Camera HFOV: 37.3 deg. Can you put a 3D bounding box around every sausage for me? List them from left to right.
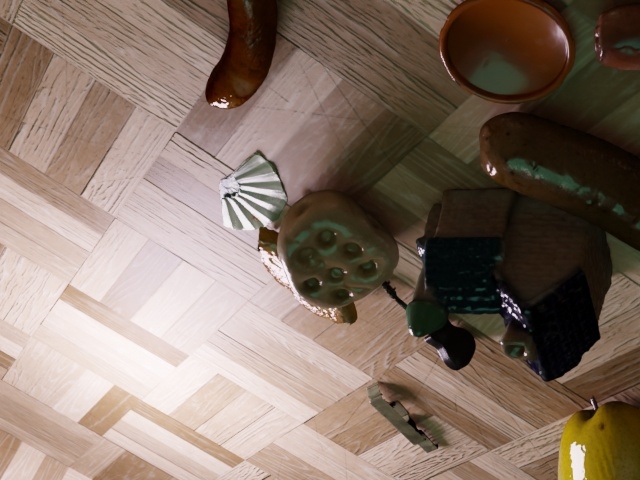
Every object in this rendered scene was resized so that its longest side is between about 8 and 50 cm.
[{"bbox_3d":[-0.118,-0.312,1.455,0.103,0.076,0.302,25,141,9],"label":"sausage"},{"bbox_3d":[0.465,-0.056,1.430,0.500,0.123,0.136,26,137,-6],"label":"sausage"},{"bbox_3d":[0.552,-0.270,1.167,0.419,0.094,0.094,-2,96,27],"label":"sausage"}]

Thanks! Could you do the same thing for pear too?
[{"bbox_3d":[0.581,0.402,1.871,0.267,0.267,0.178,-6,109,31],"label":"pear"}]

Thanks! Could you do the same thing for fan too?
[{"bbox_3d":[-0.130,-0.082,1.780,0.131,0.009,0.240,24,141,-5],"label":"fan"}]

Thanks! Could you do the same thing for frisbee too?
[{"bbox_3d":[0.264,-0.275,1.344,0.192,0.035,0.192,13,141,11],"label":"frisbee"}]

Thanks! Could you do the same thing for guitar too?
[{"bbox_3d":[0.208,0.158,1.849,0.233,0.088,0.025,42,139,-8],"label":"guitar"}]

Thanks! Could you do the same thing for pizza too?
[{"bbox_3d":[-0.028,0.073,1.860,0.271,0.056,0.134,38,149,-9],"label":"pizza"}]

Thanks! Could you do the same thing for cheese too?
[{"bbox_3d":[0.030,0.016,1.705,0.218,0.117,0.235,7,131,-4],"label":"cheese"}]

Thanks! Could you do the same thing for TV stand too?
[{"bbox_3d":[0.190,0.413,2.168,0.036,0.042,0.249,-30,122,22],"label":"TV stand"}]

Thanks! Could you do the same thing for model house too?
[{"bbox_3d":[0.302,0.083,1.554,0.298,0.284,0.243,-1,131,27],"label":"model house"}]
